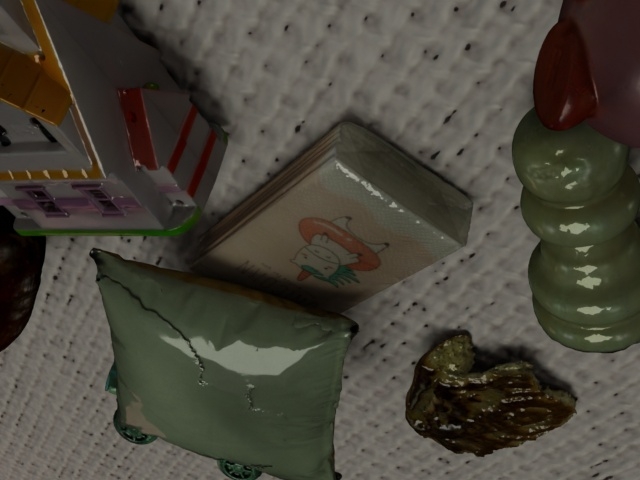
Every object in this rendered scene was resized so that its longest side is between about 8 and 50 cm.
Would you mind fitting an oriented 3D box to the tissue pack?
[{"bbox_3d":[0.000,0.000,1.161,0.170,0.071,0.325,32,145,-19],"label":"tissue pack"}]

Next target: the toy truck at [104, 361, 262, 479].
[{"bbox_3d":[-0.144,0.204,1.457,0.279,0.155,0.156,19,129,4],"label":"toy truck"}]

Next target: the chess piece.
[{"bbox_3d":[0.236,-0.022,0.965,0.133,0.133,0.243,1,137,27],"label":"chess piece"}]

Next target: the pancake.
[{"bbox_3d":[0.185,0.199,1.355,0.212,0.056,0.257,29,139,-24],"label":"pancake"}]

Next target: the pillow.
[{"bbox_3d":[-0.114,0.158,1.263,0.313,0.119,0.310,13,136,10],"label":"pillow"}]

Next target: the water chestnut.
[{"bbox_3d":[-0.458,0.007,1.283,0.289,0.244,0.289,38,170,8],"label":"water chestnut"}]

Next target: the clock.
[{"bbox_3d":[-0.264,-0.147,1.022,0.235,0.166,0.309,0,148,28],"label":"clock"}]

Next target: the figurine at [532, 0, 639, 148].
[{"bbox_3d":[0.248,-0.143,0.748,0.173,0.173,0.173,14,146,10],"label":"figurine"}]
